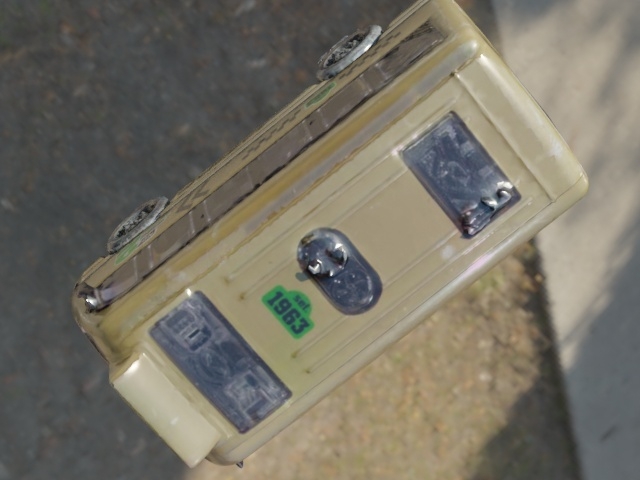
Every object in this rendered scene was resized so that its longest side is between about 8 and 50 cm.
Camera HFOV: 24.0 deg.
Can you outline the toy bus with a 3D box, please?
[{"bbox_3d":[0.000,0.000,0.850,0.289,0.157,0.139,-37,107,7],"label":"toy bus"}]
